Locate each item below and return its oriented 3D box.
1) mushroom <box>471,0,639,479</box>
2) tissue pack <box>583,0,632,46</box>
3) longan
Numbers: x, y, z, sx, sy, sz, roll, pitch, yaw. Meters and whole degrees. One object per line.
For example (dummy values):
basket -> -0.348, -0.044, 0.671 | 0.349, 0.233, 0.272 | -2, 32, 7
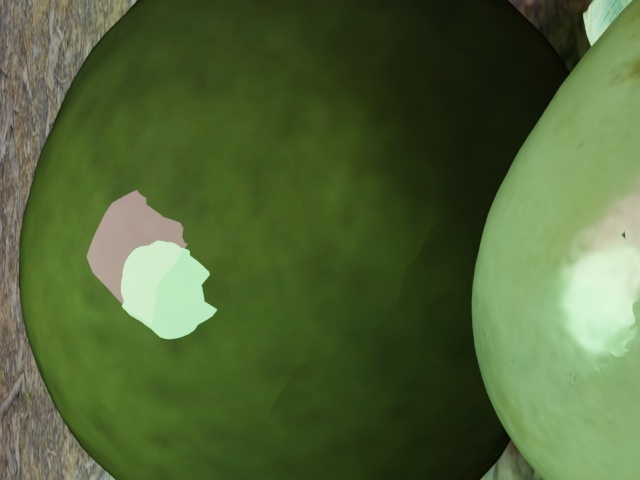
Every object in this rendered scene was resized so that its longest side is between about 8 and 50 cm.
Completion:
mushroom -> 0.159, 0.015, 0.509 | 0.215, 0.207, 0.207 | 40, 139, 20
tissue pack -> 0.149, -0.090, 0.680 | 0.094, 0.059, 0.074 | 119, 143, -57
longan -> -0.003, -0.003, 0.829 | 0.297, 0.297, 0.297 | 180, 90, -72
